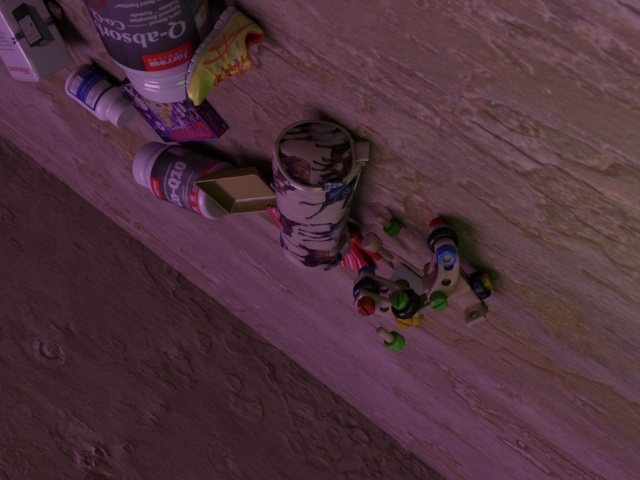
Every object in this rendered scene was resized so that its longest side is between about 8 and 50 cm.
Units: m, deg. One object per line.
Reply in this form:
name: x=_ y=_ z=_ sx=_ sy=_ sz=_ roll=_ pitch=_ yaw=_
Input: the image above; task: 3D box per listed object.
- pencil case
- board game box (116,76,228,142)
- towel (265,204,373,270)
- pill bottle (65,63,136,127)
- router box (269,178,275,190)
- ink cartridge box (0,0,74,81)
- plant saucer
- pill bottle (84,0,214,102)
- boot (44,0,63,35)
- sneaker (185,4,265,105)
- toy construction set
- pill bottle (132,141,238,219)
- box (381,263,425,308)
pencil case: x=-0.003 y=-0.078 z=1.526 sx=0.184 sy=0.159 sz=0.410 roll=11 pitch=153 yaw=5
board game box: x=-0.390 y=-0.346 z=1.852 sx=0.208 sy=0.056 sz=0.347 roll=46 pitch=160 yaw=-28
towel: x=0.000 y=0.000 z=1.846 sx=0.275 sy=0.031 sz=0.198 roll=18 pitch=155 yaw=31
pill bottle: x=-0.620 y=-0.407 z=2.038 sx=0.187 sy=0.112 sz=0.112 roll=38 pitch=160 yaw=8
router box: x=-0.061 y=-0.121 z=1.745 sx=0.092 sy=0.038 sz=0.122 roll=47 pitch=160 yaw=-20
ink cartridge box: x=-0.809 y=-0.581 z=1.906 sx=0.211 sy=0.122 sz=0.289 roll=19 pitch=138 yaw=47
plant saucer: x=-0.197 y=-0.132 z=1.842 sx=0.189 sy=0.045 sz=0.188 roll=-4 pitch=154 yaw=25
pill bottle: x=-0.305 y=-0.425 z=1.279 sx=0.210 sy=0.210 sz=0.363 roll=34 pitch=160 yaw=18
boot: x=-0.708 y=-0.592 z=1.917 sx=0.114 sy=0.037 sz=0.106 roll=14 pitch=148 yaw=46
sneaker: x=-0.169 y=-0.321 z=1.279 sx=0.094 sy=0.208 sz=0.081 roll=28 pitch=165 yaw=0
toy construction set: x=0.211 y=0.090 z=1.496 sx=0.237 sy=0.257 sz=0.309 roll=37 pitch=-175 yaw=-31
pill bottle: x=-0.373 y=-0.173 z=1.981 sx=0.283 sy=0.161 sz=0.161 roll=21 pitch=154 yaw=29
box: x=0.203 y=0.131 z=1.736 sx=0.101 sy=0.087 sz=0.102 roll=38 pitch=161 yaw=8
